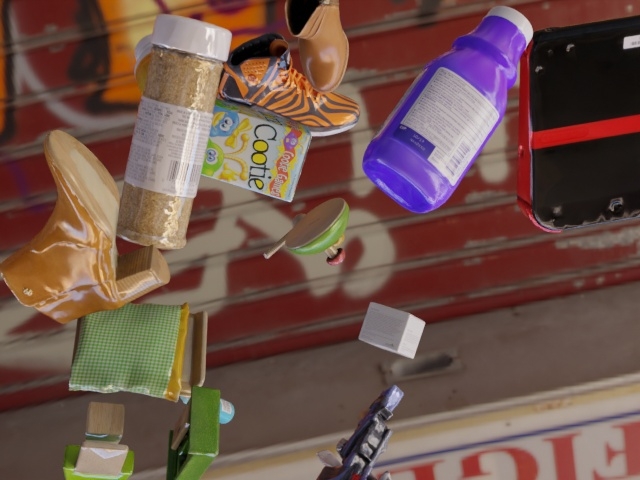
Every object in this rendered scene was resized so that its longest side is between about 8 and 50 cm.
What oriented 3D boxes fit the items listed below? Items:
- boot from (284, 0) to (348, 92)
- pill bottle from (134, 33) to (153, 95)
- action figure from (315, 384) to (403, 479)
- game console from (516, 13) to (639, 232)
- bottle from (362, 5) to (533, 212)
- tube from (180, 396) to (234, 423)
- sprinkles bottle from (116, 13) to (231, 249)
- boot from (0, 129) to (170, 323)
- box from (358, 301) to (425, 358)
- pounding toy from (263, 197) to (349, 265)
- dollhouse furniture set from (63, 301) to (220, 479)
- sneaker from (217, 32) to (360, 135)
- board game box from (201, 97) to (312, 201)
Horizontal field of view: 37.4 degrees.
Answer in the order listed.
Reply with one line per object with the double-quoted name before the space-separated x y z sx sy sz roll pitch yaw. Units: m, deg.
"boot" -0.008 -0.406 1.813 0.109 0.283 0.220 11 -157 8
"pill bottle" -0.345 -0.359 2.145 0.136 0.136 0.246 -17 -127 -12
"action figure" 0.069 0.426 1.603 0.341 0.178 0.330 -52 -172 -20
"game console" 0.488 -0.183 1.426 0.386 0.342 0.060 -10 -148 -4
"bottle" 0.168 -0.171 1.178 0.283 0.118 0.092 -55 -169 -18
"tube" -0.265 0.358 2.103 0.052 0.207 0.080 -47 -126 0
"sprinkles bottle" -0.235 -0.169 1.486 0.121 0.355 0.121 13 -172 -2
"boot" -0.368 -0.001 1.320 0.211 0.295 0.104 -19 -143 15
"box" 0.153 0.192 2.021 0.102 0.087 0.101 17 173 29
"pounding toy" 0.000 0.000 2.328 0.237 0.110 0.183 -15 -149 49
"dollhouse furniture set" -0.256 0.187 1.366 0.197 0.151 0.301 9 -127 -16
"sneaker" -0.056 -0.337 2.036 0.321 0.180 0.124 7 -134 -11
"board game box" -0.171 -0.194 1.876 0.275 0.142 0.144 17 -168 -9
